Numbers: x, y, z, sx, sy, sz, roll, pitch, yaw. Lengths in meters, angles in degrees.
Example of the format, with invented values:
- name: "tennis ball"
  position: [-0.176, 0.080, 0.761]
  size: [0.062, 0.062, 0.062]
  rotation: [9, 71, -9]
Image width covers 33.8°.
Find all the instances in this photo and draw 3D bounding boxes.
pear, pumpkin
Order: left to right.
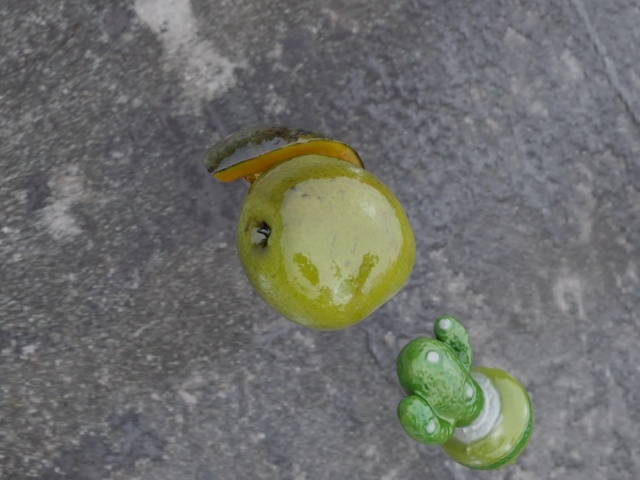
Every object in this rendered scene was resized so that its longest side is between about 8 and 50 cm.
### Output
- name: "pumpkin"
  position: [-0.051, -0.151, 1.812]
  size: [0.312, 0.169, 0.148]
  rotation: [22, 27, -46]
- name: "pear"
  position: [0.000, 0.000, 1.673]
  size: [0.294, 0.294, 0.294]
  rotation: [7, 78, -37]

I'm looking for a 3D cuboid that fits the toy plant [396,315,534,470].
- name: "toy plant"
  position: [0.237, 0.266, 1.822]
  size: [0.316, 0.184, 0.224]
  rotation: [40, 58, -46]
